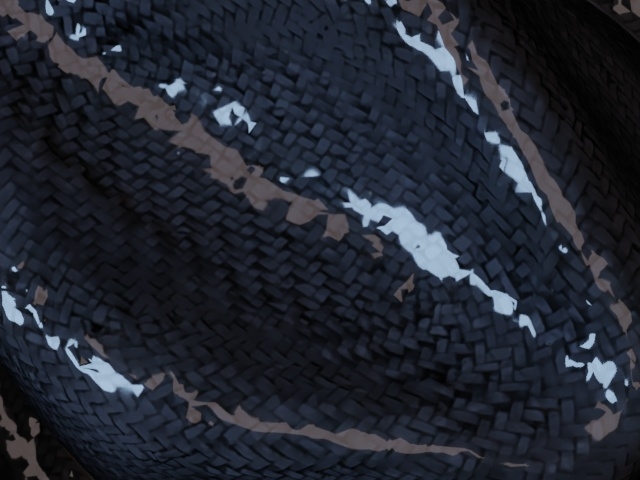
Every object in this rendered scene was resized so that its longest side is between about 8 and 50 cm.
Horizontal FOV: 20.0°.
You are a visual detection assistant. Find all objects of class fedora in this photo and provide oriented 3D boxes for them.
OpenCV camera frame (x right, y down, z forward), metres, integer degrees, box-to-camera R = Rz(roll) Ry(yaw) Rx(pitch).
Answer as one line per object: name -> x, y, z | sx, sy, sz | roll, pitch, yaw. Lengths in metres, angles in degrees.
fedora -> 0.000, 0.000, 0.518 | 0.334, 0.152, 0.334 | -2, 81, 12
